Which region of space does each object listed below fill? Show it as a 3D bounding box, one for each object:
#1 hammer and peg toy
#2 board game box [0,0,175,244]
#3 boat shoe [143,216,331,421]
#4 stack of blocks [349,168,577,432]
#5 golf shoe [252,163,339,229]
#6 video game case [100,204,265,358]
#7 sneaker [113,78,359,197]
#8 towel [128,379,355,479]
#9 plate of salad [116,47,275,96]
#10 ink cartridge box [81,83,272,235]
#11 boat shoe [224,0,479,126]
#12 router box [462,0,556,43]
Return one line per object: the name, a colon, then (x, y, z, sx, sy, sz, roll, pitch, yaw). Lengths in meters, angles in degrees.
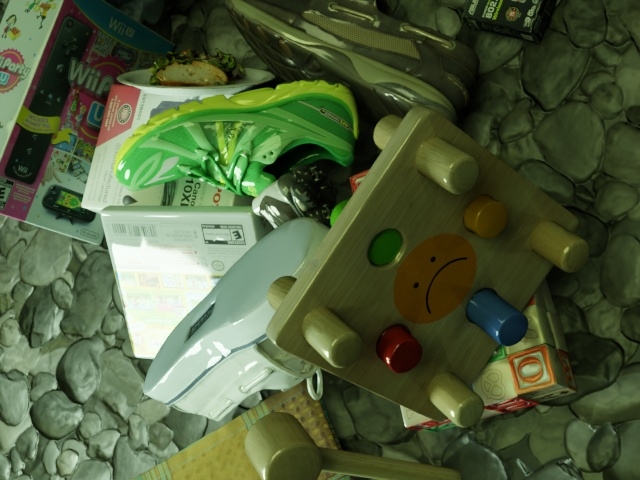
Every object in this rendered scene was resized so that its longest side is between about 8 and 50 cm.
hammer and peg toy: (0.079, 0.079, 1.026, 0.361, 0.266, 0.127, -57, 38, 5)
board game box: (-0.343, -0.169, 1.420, 0.097, 0.224, 0.303, 18, 87, 31)
boat shoe: (-0.052, 0.114, 1.186, 0.367, 0.156, 0.136, -43, 23, 41)
stack of blocks: (0.153, 0.044, 1.180, 0.171, 0.087, 0.297, -21, 68, 22)
golf shoe: (0.000, 0.000, 1.228, 0.094, 0.198, 0.077, -21, 32, 27)
video game case: (-0.156, 0.056, 1.317, 0.227, 0.026, 0.206, 1, 112, 28)
sneaker: (-0.098, -0.100, 1.230, 0.295, 0.109, 0.123, -14, 79, 7)
towel: (-0.115, 0.358, 1.249, 0.370, 0.040, 0.271, -33, 57, 13)
plate of salad: (-0.157, -0.216, 1.353, 0.200, 0.200, 0.048, 9, 109, 30)
ink cartridge box: (-0.170, -0.100, 1.381, 0.237, 0.100, 0.172, 9, 82, 29)
boat shoe: (0.040, -0.237, 1.304, 0.355, 0.132, 0.130, 32, 75, 25)
router box: (0.231, -0.300, 1.251, 0.092, 0.038, 0.122, 20, 88, 31)
